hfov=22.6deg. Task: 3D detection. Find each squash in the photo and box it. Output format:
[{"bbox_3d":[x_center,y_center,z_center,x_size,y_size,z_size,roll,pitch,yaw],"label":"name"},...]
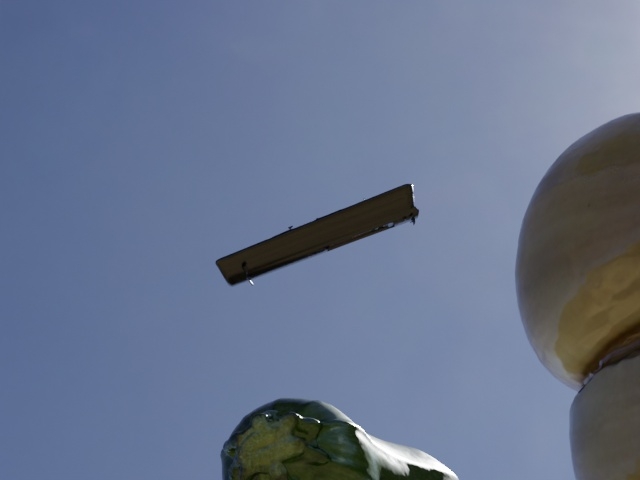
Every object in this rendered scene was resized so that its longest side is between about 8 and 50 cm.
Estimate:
[{"bbox_3d":[0.012,0.126,0.803,0.077,0.068,0.219,-19,-25,18],"label":"squash"}]

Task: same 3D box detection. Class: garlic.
[{"bbox_3d":[0.245,0.067,0.979,0.249,0.286,0.313,8,-12,-3],"label":"garlic"}]

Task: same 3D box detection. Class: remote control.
[{"bbox_3d":[0.000,0.000,0.691,0.091,0.016,0.034,-21,-11,0],"label":"remote control"}]
